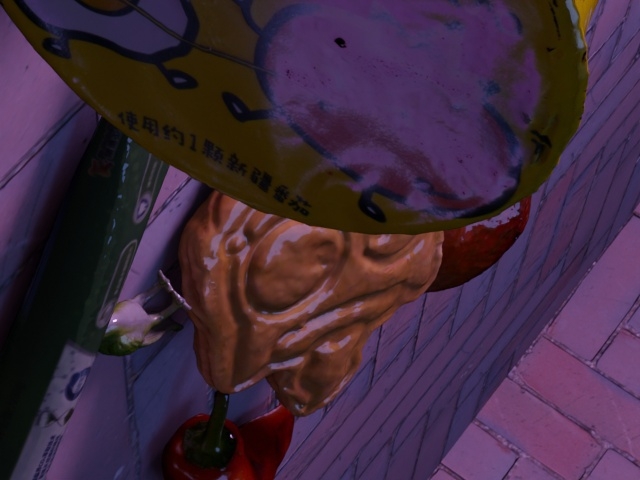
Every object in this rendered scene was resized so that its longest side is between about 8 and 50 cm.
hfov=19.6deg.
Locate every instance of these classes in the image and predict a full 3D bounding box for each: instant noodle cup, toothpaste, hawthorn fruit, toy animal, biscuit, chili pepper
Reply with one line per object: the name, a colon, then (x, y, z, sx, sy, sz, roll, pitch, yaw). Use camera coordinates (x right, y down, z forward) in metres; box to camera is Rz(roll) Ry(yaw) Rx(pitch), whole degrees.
instant noodle cup: (0.019, -0.199, 0.884, 0.254, 0.326, 0.325, -59, 169, -32)
toothpaste: (-0.167, 0.037, 1.237, 0.099, 0.061, 0.392, -26, 144, -62)
hawthorn fruit: (0.085, -0.030, 1.713, 0.235, 0.181, 0.181, -48, 169, 24)
toy animal: (-0.128, 0.056, 1.418, 0.075, 0.041, 0.217, -40, 172, 16)
biscuit: (0.003, 0.002, 1.512, 0.269, 0.051, 0.376, -24, 136, -30)
chili pepper: (-0.094, 0.208, 1.815, 0.368, 0.092, 0.137, 48, 57, -82)
